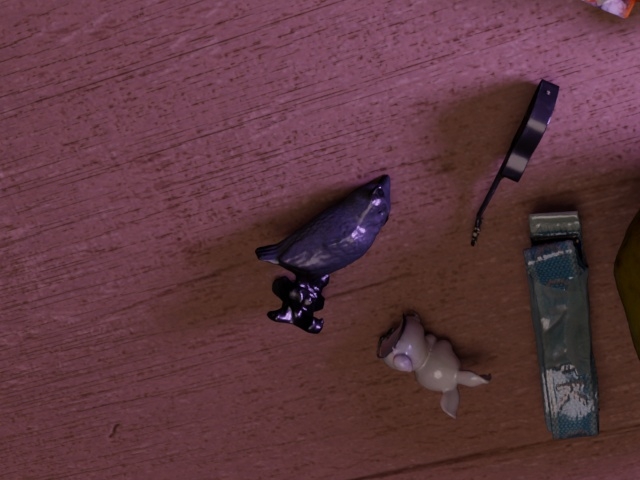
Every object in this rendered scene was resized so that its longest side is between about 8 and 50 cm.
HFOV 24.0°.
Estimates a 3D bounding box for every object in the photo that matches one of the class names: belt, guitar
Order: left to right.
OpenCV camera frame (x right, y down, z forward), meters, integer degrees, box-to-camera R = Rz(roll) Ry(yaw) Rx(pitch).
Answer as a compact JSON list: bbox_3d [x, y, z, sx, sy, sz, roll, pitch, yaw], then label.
[{"bbox_3d":[0.216,-0.080,1.721,0.025,0.088,0.233,22,129,1],"label":"guitar"},{"bbox_3d":[0.290,0.102,1.787,0.072,0.087,0.302,-2,117,17],"label":"belt"}]

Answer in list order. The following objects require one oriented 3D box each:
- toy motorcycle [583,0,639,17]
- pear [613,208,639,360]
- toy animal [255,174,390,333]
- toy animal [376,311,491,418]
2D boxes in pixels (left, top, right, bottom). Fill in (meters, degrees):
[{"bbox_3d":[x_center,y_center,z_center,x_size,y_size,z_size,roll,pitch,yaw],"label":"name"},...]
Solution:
[{"bbox_3d":[0.323,-0.336,1.521,0.326,0.147,0.221,21,117,-6],"label":"toy motorcycle"},{"bbox_3d":[0.507,0.081,1.589,0.413,0.352,0.352,32,119,1],"label":"pear"},{"bbox_3d":[0.000,-0.004,1.801,0.117,0.121,0.210,31,105,1],"label":"toy animal"},{"bbox_3d":[0.136,0.150,1.856,0.124,0.085,0.071,34,102,-13],"label":"toy animal"}]
